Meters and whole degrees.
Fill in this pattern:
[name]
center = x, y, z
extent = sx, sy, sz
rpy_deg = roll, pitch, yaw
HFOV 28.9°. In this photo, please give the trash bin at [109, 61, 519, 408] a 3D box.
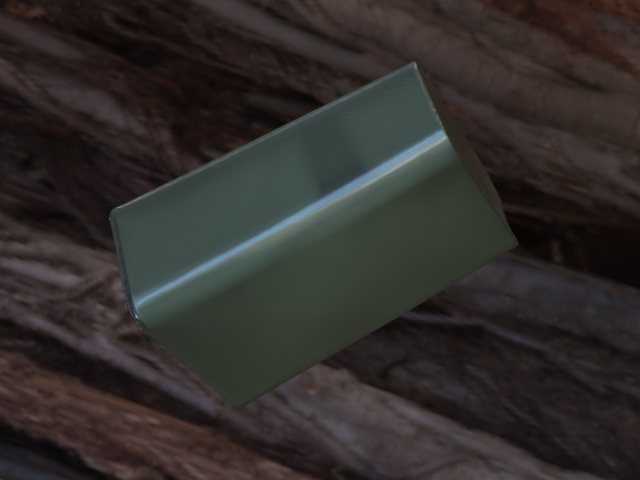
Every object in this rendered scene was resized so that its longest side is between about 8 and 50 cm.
[trash bin]
center = 0.000, 0.000, 1.231
extent = 0.223, 0.343, 0.158
rpy_deg = 49, -161, -48
